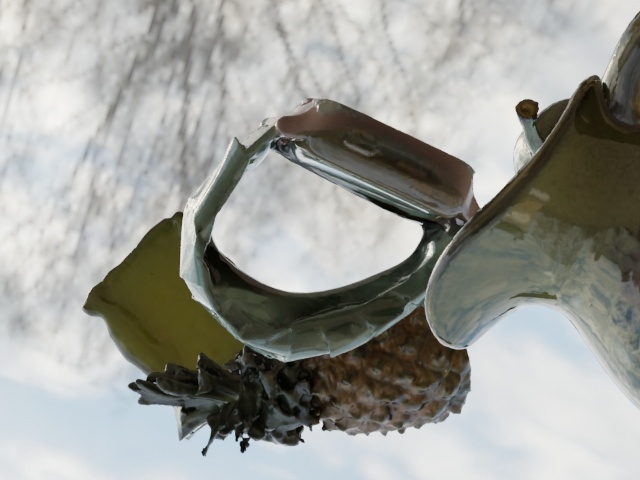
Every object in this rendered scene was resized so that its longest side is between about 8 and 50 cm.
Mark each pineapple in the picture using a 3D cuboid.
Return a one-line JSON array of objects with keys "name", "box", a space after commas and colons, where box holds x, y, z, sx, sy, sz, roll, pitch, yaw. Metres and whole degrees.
[{"name": "pineapple", "box": [-0.024, 0.147, 1.795, 0.340, 0.169, 0.169, -13, -143, -12]}]

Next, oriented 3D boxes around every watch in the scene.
[{"name": "watch", "box": [0.000, 0.000, 1.642, 0.253, 0.241, 0.162, 24, 176, -10]}]

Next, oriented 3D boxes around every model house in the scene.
[{"name": "model house", "box": [-0.148, 0.113, 2.055, 0.175, 0.234, 0.193, -43, -107, -13]}]

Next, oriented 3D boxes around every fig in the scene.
[{"name": "fig", "box": [0.293, -0.101, 2.089, 0.151, 0.151, 0.259, 30, -171, 18]}]

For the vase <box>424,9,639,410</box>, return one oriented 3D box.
[{"name": "vase", "box": [0.260, -0.030, 1.155, 0.302, 0.329, 0.241, 23, -156, 13]}]
